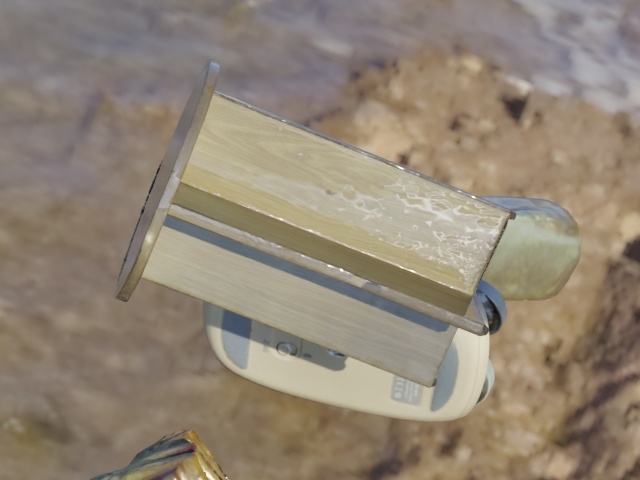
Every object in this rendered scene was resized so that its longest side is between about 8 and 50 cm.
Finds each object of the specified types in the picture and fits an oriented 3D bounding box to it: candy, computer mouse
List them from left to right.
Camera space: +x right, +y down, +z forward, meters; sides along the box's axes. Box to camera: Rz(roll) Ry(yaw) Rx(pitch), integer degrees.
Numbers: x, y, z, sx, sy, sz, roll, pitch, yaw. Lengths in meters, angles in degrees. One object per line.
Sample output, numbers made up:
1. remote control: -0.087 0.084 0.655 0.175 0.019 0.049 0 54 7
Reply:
1. computer mouse: 0.024 0.064 1.394 0.237 0.145 0.082 10 34 8
2. candy: 0.160 0.006 1.887 0.234 0.104 0.102 4 19 -19

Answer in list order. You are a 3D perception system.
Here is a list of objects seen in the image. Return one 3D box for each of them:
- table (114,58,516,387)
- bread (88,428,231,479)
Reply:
1. table: 0.000 0.000 1.172 0.227 0.167 0.167 21 26 -9
2. bread: -0.188 0.384 2.187 0.277 0.325 0.167 57 31 -7
